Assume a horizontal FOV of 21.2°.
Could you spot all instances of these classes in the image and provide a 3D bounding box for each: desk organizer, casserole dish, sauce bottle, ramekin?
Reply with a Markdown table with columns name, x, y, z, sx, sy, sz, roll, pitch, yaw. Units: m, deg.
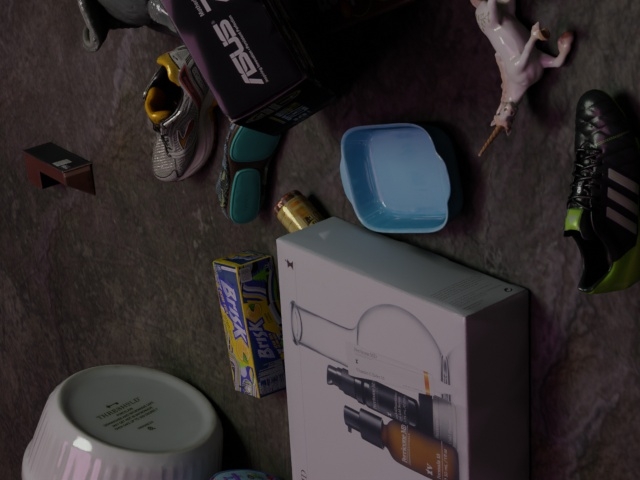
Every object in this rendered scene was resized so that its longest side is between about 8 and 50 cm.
| name | x | y | z | sx | sy | sz | roll | pitch | yaw |
| --- | --- | --- | --- | --- | --- | --- | --- | --- | --- |
| desk organizer | -0.373 | -0.097 | 2.438 | 0.130 | 0.047 | 0.050 | 25 | 128 | 51 |
| casserole dish | 0.086 | -0.066 | 1.741 | 0.188 | 0.037 | 0.114 | 1 | 106 | 57 |
| sauce bottle | 0.000 | 0.000 | 1.906 | 0.128 | 0.042 | 0.042 | 48 | 142 | 19 |
| ramekin | -0.249 | 0.271 | 2.238 | 0.273 | 0.273 | 0.127 | 40 | 126 | 41 |

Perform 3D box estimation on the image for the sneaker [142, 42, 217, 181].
| name | x | y | z | sx | sy | sz | roll | pitch | yaw |
| --- | --- | --- | --- | --- | --- | --- | --- | --- | --- |
| sneaker | -0.177 | -0.156 | 2.055 | 0.088 | 0.092 | 0.225 | 52 | 144 | 29 |

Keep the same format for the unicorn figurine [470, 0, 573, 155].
| name | x | y | z | sx | sy | sz | roll | pitch | yaw |
| --- | --- | --- | --- | --- | --- | --- | --- | --- | --- |
| unicorn figurine | 0.175 | -0.172 | 1.537 | 0.111 | 0.060 | 0.162 | 132 | 131 | -56 |

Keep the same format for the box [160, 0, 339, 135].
| name | x | y | z | sx | sy | sz | roll | pitch | yaw |
| --- | --- | --- | --- | --- | --- | --- | --- | --- | --- |
| box | -0.126 | -0.297 | 1.692 | 0.395 | 0.097 | 0.318 | 60 | -173 | 1 |

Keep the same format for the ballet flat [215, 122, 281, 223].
| name | x | y | z | sx | sy | sz | roll | pitch | yaw |
| --- | --- | --- | --- | --- | --- | --- | --- | --- | --- |
| ballet flat | -0.088 | -0.105 | 1.974 | 0.070 | 0.070 | 0.188 | 50 | 139 | 32 |

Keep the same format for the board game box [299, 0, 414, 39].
| name | x | y | z | sx | sy | sz | roll | pitch | yaw |
| --- | --- | --- | --- | --- | --- | --- | --- | --- | --- |
| board game box | 0.049 | -0.297 | 1.691 | 0.281 | 0.027 | 0.145 | -12 | 96 | 59 |

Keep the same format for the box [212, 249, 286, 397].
| name | x | y | z | sx | sy | sz | roll | pitch | yaw |
| --- | --- | --- | --- | --- | --- | --- | --- | --- | --- |
| box | -0.081 | 0.101 | 2.073 | 0.059 | 0.054 | 0.169 | 12 | 115 | 55 |

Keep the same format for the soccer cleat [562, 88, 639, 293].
| name | x | y | z | sx | sy | sz | roll | pitch | yaw |
| --- | --- | --- | --- | --- | --- | --- | --- | --- | --- |
| soccer cleat | 0.241 | -0.040 | 1.475 | 0.060 | 0.072 | 0.179 | 8 | 112 | 56 |

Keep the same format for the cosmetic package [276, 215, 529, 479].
| name | x | y | z | sx | sy | sz | roll | pitch | yaw |
| --- | --- | --- | --- | --- | --- | --- | --- | --- | --- |
| cosmetic package | 0.086 | 0.193 | 1.796 | 0.284 | 0.097 | 0.377 | 23 | 124 | 47 |

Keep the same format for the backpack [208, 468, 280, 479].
| name | x | y | z | sx | sy | sz | roll | pitch | yaw |
| --- | --- | --- | --- | --- | --- | --- | --- | --- | --- |
| backpack | -0.081 | 0.350 | 2.116 | 0.173 | 0.158 | 0.117 | 60 | 140 | 41 |

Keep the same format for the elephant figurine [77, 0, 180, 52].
| name | x | y | z | sx | sy | sz | roll | pitch | yaw |
| --- | --- | --- | --- | --- | --- | --- | --- | --- | --- |
| elephant figurine | -0.227 | -0.299 | 2.035 | 0.169 | 0.186 | 0.239 | 23 | 154 | -3 |
